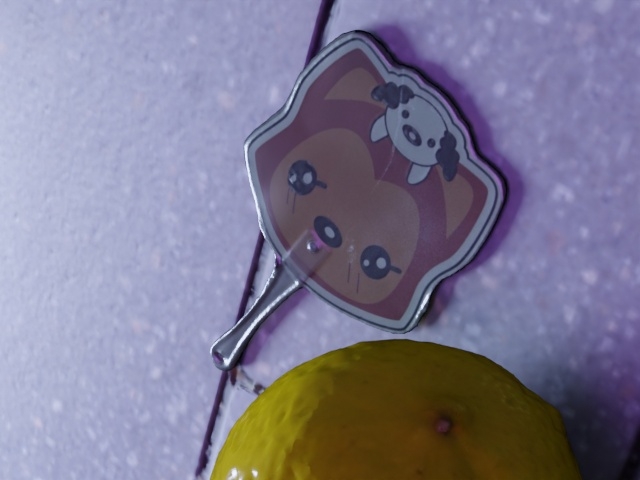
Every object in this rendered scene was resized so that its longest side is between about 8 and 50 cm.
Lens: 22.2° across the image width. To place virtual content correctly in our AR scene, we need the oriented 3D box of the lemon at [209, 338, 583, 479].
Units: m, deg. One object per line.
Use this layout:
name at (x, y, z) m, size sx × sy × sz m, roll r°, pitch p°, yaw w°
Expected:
lemon at (0.031, 0.141, 0.739) m, size 0.178 × 0.178 × 0.203 m, roll 37°, pitch 134°, yaw 21°

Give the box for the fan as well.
fan at (0.000, 0.000, 0.820) m, size 0.132 × 0.009 × 0.220 m, roll 51°, pitch 127°, yaw 13°
